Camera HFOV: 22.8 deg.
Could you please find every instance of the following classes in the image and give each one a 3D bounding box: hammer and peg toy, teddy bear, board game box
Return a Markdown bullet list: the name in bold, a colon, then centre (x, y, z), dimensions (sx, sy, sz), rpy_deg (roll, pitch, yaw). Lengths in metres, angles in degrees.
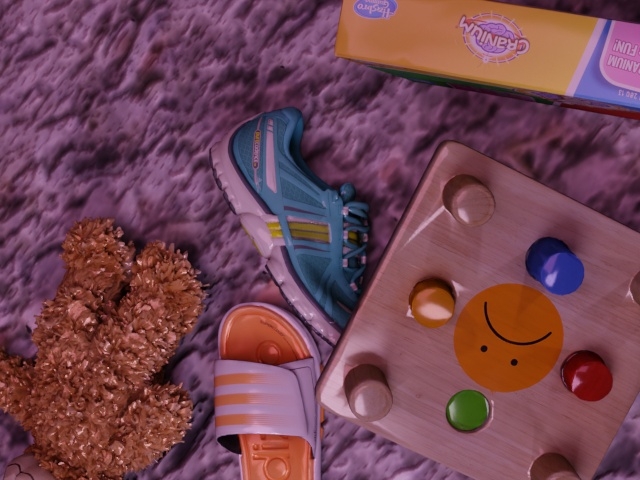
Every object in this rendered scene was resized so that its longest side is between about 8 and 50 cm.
- **hammer and peg toy**: centre (0.209, 0.095, 1.355), dimensions (0.361, 0.127, 0.266), rpy_deg (25, 98, -9)
- **teddy bear**: centre (-0.226, 0.143, 1.524), dimensions (0.245, 0.113, 0.338), rpy_deg (37, 100, 18)
- **board game box**: centre (0.199, -0.147, 1.315), dimensions (0.316, 0.242, 0.064), rpy_deg (12, 94, 19)

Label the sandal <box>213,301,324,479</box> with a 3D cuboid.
- **sandal**: centre (-0.047, 0.188, 1.479), dimensions (0.102, 0.076, 0.265), rpy_deg (-9, 86, 18)

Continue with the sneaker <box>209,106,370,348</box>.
- **sneaker**: centre (0.000, 0.000, 1.457), dimensions (0.110, 0.107, 0.275), rpy_deg (-32, 80, 6)
